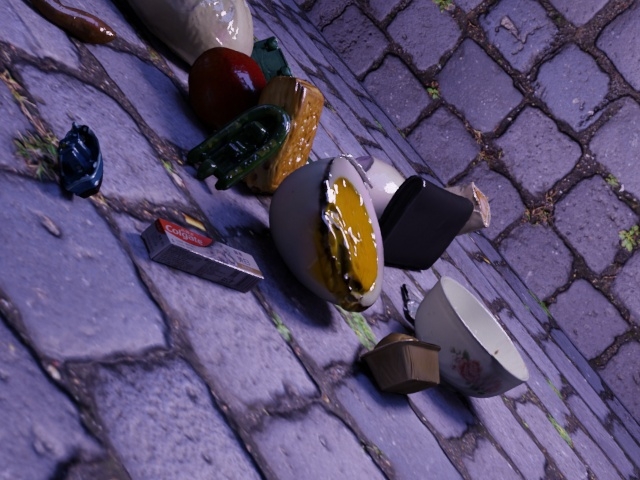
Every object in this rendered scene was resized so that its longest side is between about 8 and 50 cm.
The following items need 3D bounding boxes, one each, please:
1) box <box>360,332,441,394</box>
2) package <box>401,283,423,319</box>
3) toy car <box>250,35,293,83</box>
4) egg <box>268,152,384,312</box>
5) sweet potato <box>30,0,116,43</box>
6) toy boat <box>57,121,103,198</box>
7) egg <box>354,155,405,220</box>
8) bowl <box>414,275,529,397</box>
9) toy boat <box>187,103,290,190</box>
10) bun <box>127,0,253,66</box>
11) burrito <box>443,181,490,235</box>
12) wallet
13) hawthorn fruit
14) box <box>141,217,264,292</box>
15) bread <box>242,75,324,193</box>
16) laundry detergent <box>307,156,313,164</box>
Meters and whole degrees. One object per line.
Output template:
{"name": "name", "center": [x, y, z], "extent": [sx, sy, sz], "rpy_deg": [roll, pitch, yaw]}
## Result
{"name": "box", "center": [0.147, 0.215, 1.600], "extent": [0.177, 0.111, 0.111], "rpy_deg": [23, 30, -56]}
{"name": "package", "center": [0.254, 0.186, 2.068], "extent": [0.173, 0.027, 0.171], "rpy_deg": [45, 13, -14]}
{"name": "toy car", "center": [-0.143, -0.400, 2.221], "extent": [0.321, 0.141, 0.097], "rpy_deg": [-110, -179, -53]}
{"name": "egg", "center": [0.002, 0.000, 1.621], "extent": [0.264, 0.174, 0.287], "rpy_deg": [17, 60, -63]}
{"name": "sweet potato", "center": [-0.450, -0.399, 1.563], "extent": [0.214, 0.050, 0.050], "rpy_deg": [28, 25, -41]}
{"name": "toy boat", "center": [-0.323, -0.113, 1.204], "extent": [0.137, 0.060, 0.061], "rpy_deg": [-105, 170, -50]}
{"name": "egg", "center": [0.129, -0.119, 2.200], "extent": [0.206, 0.161, 0.271], "rpy_deg": [38, 20, -27]}
{"name": "bowl", "center": [0.293, 0.220, 1.878], "extent": [0.277, 0.145, 0.277], "rpy_deg": [43, 19, -18]}
{"name": "toy boat", "center": [-0.142, -0.173, 1.622], "extent": [0.104, 0.210, 0.052], "rpy_deg": [43, -22, 16]}
{"name": "bun", "center": [-0.283, -0.539, 2.015], "extent": [0.361, 0.213, 0.361], "rpy_deg": [45, 14, -15]}
{"name": "burrito", "center": [0.307, -0.072, 2.447], "extent": [0.105, 0.299, 0.143], "rpy_deg": [-39, 116, -59]}
{"name": "wallet", "center": [0.240, -0.033, 2.181], "extent": [0.062, 0.228, 0.406], "rpy_deg": [42, 12, 24]}
{"name": "hawthorn fruit", "center": [-0.183, -0.290, 1.802], "extent": [0.169, 0.169, 0.188], "rpy_deg": [30, 29, -48]}
{"name": "box", "center": [-0.169, 0.025, 1.324], "extent": [0.218, 0.039, 0.055], "rpy_deg": [26, 28, -52]}
{"name": "bread", "center": [-0.079, -0.207, 1.773], "extent": [0.099, 0.235, 0.210], "rpy_deg": [21, 7, 12]}
{"name": "laundry detergent", "center": [-0.068, -0.206, 2.075], "extent": [0.211, 0.063, 0.137], "rpy_deg": [53, 10, 15]}
